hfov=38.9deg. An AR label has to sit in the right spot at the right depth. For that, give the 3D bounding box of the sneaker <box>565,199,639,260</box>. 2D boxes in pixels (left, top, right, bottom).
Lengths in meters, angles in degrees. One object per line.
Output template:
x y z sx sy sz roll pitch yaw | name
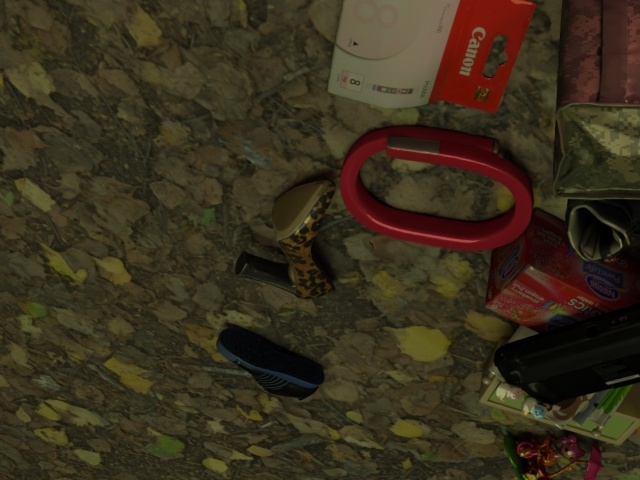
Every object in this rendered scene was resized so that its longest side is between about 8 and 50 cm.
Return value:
0.417 -0.017 1.248 0.226 0.163 0.086 36 135 -23 | sneaker

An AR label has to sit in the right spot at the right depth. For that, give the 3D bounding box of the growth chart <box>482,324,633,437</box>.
0.411 0.235 1.548 0.237 0.172 0.021 28 -178 -1 | growth chart

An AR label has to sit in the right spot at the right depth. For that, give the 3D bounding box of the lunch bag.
0.412 -0.168 1.020 0.286 0.235 0.169 4 140 15 | lunch bag

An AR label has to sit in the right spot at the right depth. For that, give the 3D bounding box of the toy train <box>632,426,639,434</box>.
0.619 0.306 1.635 0.125 0.046 0.166 1 133 -18 | toy train

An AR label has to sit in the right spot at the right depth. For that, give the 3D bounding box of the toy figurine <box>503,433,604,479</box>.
0.475 0.435 1.801 0.159 0.130 0.173 -28 99 24 | toy figurine

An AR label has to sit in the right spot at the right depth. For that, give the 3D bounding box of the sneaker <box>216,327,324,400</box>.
-0.111 0.254 1.797 0.232 0.081 0.090 27 132 -13 | sneaker

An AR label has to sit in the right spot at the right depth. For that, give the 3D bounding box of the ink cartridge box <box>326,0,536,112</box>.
0.135 -0.246 1.170 0.232 0.066 0.189 18 140 5 | ink cartridge box

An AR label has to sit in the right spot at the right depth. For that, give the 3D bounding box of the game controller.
0.424 0.171 1.355 0.319 0.067 0.166 -24 140 38 | game controller

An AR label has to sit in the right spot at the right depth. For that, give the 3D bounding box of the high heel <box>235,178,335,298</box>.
0.000 0.000 1.493 0.186 0.093 0.261 18 134 -29 | high heel

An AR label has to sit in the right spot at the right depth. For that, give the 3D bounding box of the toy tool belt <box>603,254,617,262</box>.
0.405 -0.001 1.329 0.083 0.052 0.051 43 169 6 | toy tool belt

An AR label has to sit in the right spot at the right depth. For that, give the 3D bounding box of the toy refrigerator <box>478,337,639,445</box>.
0.430 0.275 1.623 0.269 0.094 0.102 18 140 0 | toy refrigerator

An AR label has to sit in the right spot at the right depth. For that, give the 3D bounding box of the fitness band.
0.172 -0.075 1.356 0.290 0.054 0.209 11 142 8 | fitness band

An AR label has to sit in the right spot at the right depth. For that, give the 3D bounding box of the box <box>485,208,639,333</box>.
0.397 0.080 1.392 0.256 0.123 0.128 26 139 -11 | box
